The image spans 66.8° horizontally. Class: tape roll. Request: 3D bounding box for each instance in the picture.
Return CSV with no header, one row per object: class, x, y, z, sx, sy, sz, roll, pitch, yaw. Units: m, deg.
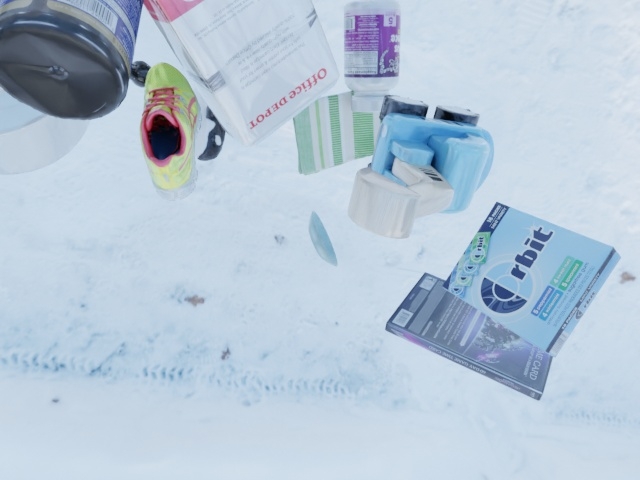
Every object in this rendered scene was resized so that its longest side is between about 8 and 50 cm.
tape roll,-0.436,-0.224,0.635,0.245,0.169,0.247,3,82,-21

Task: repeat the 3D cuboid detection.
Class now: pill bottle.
pill bottle,0.153,-0.540,1.439,0.169,0.169,0.302,-6,112,-10
pill bottle,-0.249,-0.244,0.499,0.122,0.123,0.220,3,60,-12

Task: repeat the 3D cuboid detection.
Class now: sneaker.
sneaker,-0.209,-0.167,0.668,0.081,0.094,0.209,-11,72,-5

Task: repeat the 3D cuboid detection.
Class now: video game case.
video game case,0.283,0.161,0.892,0.274,0.196,0.026,23,126,23

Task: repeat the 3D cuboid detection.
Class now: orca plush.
orca plush,-0.270,-0.314,1.219,0.102,0.287,0.151,13,132,-40

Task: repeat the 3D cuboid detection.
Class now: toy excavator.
toy excavator,0.218,-0.144,1.002,0.432,0.445,0.223,2,117,-20

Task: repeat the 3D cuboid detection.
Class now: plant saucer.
plant saucer,0.000,0.000,1.553,0.037,0.195,0.195,-23,107,9

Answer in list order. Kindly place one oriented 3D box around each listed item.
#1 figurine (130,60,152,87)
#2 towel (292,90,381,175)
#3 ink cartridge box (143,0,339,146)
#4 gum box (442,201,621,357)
figurine,-0.519,-0.400,1.155,0.214,0.209,0.093,4,93,27
towel,0.066,-0.363,1.591,0.324,0.038,0.248,-19,126,-19
ink cartridge box,-0.120,-0.318,0.731,0.207,0.117,0.283,-39,135,-10
gum box,0.287,0.047,0.686,0.041,0.184,0.157,29,94,-40
